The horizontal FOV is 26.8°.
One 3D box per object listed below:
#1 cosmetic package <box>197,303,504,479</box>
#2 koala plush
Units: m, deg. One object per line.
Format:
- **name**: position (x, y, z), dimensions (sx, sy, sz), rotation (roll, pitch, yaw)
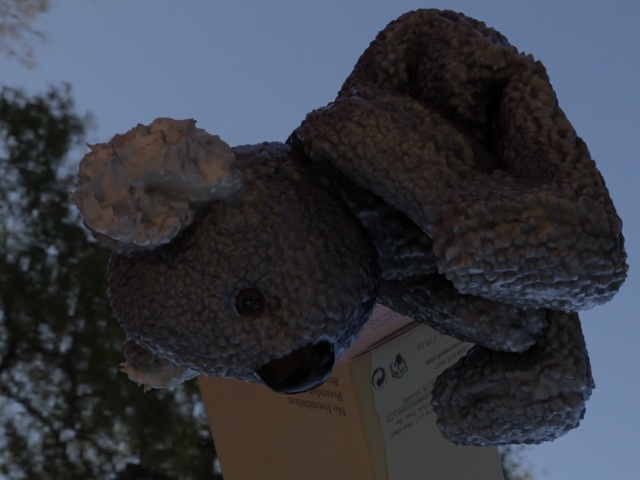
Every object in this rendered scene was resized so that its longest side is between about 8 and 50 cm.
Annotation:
- **cosmetic package**: position (0.035, 0.191, 0.880), dimensions (0.160, 0.113, 0.309), rotation (2, -71, 48)
- **koala plush**: position (0.000, 0.000, 0.637), dimensions (0.196, 0.221, 0.203), rotation (82, -9, -57)
